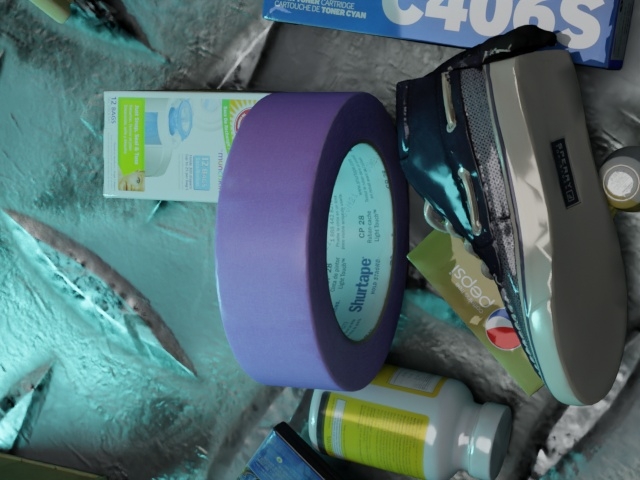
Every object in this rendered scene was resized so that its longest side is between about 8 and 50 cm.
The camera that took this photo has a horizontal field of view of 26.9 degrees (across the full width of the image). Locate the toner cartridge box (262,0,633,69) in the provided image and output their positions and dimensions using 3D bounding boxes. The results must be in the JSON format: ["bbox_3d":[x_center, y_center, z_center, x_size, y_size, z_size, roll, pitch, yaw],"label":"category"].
[{"bbox_3d":[0.123,-0.267,1.271,0.347,0.075,0.165,11,98,21],"label":"toner cartridge box"}]

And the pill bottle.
[{"bbox_3d":[0.089,0.179,1.312,0.184,0.103,0.103,11,99,21],"label":"pill bottle"}]

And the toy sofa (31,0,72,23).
[{"bbox_3d":[-0.201,-0.410,1.334,0.362,0.150,0.177,-41,36,16],"label":"toy sofa"}]

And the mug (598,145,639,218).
[{"bbox_3d":[0.283,-0.047,1.233,0.062,0.064,0.078,0,95,21],"label":"mug"}]

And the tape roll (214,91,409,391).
[{"bbox_3d":[0.000,0.000,1.239,0.090,0.275,0.275,2,96,21],"label":"tape roll"}]

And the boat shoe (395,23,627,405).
[{"bbox_3d":[0.171,-0.017,1.226,0.158,0.127,0.341,-6,95,46],"label":"boat shoe"}]

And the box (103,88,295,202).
[{"bbox_3d":[-0.109,-0.097,1.366,0.203,0.103,0.114,4,97,22],"label":"box"}]

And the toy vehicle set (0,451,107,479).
[{"bbox_3d":[-0.367,0.282,1.420,0.166,0.267,0.035,8,97,22],"label":"toy vehicle set"}]

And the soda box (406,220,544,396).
[{"bbox_3d":[0.169,0.060,1.291,0.058,0.061,0.181,-45,78,20],"label":"soda box"}]

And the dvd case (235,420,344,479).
[{"bbox_3d":[-0.033,0.323,1.377,0.180,0.022,0.253,43,128,12],"label":"dvd case"}]
